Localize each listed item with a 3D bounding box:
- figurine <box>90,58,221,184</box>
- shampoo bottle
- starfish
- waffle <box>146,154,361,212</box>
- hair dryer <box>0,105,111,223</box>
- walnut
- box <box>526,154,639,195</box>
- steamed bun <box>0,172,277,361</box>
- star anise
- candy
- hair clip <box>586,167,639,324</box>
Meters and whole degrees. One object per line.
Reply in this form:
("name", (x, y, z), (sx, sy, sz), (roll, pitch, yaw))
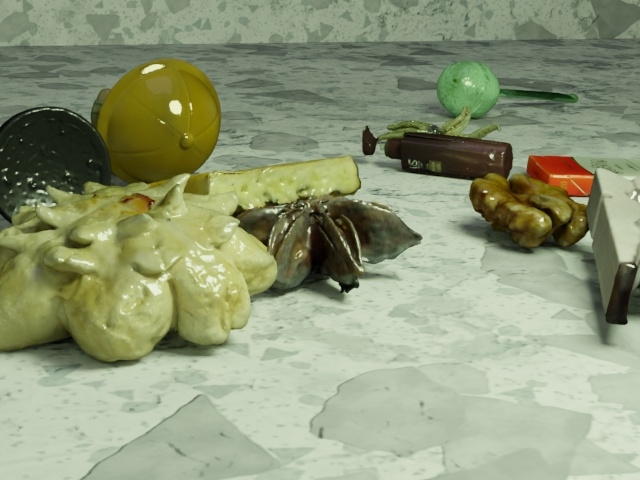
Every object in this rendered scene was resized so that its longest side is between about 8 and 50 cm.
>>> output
("figurine", (-0.251, -0.158, 1.655), (0.192, 0.167, 0.256), (-25, 6, -32))
("shampoo bottle", (0.180, -0.138, 1.790), (0.236, 0.068, 0.067), (8, 19, 21))
("starfish", (0.205, -0.183, 1.984), (0.223, 0.050, 0.217), (-3, 19, 26))
("waffle", (-0.109, -0.061, 1.423), (0.247, 0.055, 0.221), (-12, 5, -42))
("hair dryer", (-0.461, -0.056, 1.461), (0.284, 0.156, 0.320), (-36, 23, -33))
("walnut", (0.264, -0.035, 1.450), (0.142, 0.069, 0.170), (-1, 22, -18))
("box", (0.451, -0.098, 1.746), (0.245, 0.035, 0.139), (0, 17, -5))
("steamed bun", (-0.205, 0.009, 1.117), (0.292, 0.137, 0.295), (-19, 27, -33))
("star anise", (0.000, 0.000, 1.281), (0.229, 0.093, 0.236), (0, 12, 13))
("candy", (0.407, -0.304, 2.381), (0.439, 0.119, 0.119), (-2, 14, -43))
("hair clip", (0.344, 0.007, 1.233), (0.101, 0.085, 0.331), (7, 22, 5))
